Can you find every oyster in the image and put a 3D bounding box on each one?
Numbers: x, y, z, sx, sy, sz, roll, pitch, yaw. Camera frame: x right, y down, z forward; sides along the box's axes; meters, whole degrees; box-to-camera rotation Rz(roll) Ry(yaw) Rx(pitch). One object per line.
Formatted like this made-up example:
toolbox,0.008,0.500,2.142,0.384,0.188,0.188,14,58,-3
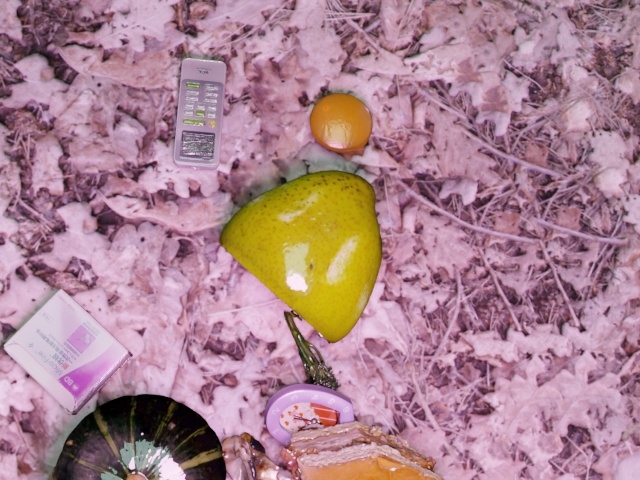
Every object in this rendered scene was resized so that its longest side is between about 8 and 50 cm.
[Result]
oyster,-0.091,0.525,1.839,0.198,0.133,0.337,-23,73,-49

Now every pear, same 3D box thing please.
pear,0.000,0.000,1.940,0.342,0.238,0.318,41,83,3

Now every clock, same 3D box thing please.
clock,-0.013,0.367,1.912,0.172,0.064,0.198,-32,110,0

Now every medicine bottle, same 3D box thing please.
medicine bottle,-0.512,0.226,1.908,0.201,0.052,0.171,43,75,5

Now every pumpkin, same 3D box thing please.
pumpkin,-0.341,0.450,1.779,0.323,0.241,0.323,2,74,-8

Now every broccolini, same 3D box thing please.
broccolini,-0.021,0.231,1.969,0.058,0.074,0.201,-22,78,5

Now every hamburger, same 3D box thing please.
hamburger,0.088,0.456,1.836,0.282,0.155,0.245,-21,105,-6

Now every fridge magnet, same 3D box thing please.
fridge magnet,0.046,-0.260,2.094,0.143,0.063,0.143,2,75,-9

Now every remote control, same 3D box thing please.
remote control,-0.265,-0.279,2.070,0.103,0.034,0.250,5,76,-7
